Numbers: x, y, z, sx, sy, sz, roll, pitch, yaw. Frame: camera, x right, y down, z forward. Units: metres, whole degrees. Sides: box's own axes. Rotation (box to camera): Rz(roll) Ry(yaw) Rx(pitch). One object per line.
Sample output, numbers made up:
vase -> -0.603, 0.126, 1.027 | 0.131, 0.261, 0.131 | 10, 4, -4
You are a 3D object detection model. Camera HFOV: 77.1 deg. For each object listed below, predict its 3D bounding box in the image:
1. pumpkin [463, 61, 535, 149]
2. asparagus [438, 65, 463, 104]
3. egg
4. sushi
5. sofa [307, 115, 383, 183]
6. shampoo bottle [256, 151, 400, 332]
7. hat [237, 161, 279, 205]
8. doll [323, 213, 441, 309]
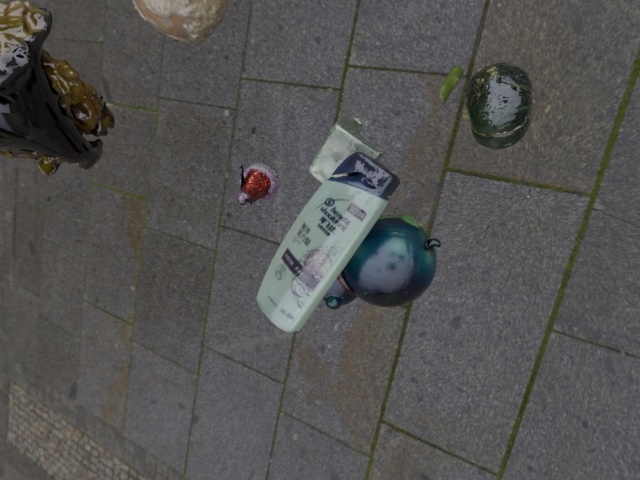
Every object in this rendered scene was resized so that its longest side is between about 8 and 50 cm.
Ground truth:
pumpkin -> 0.402, -0.303, 0.909 | 0.147, 0.190, 0.190 | 7, 99, 13
asparagus -> 0.380, -0.460, 1.196 | 0.045, 0.178, 0.041 | 27, 149, 12
egg -> -0.382, -0.687, 1.075 | 0.279, 0.279, 0.310 | -31, 80, 26
sushi -> -0.433, -0.211, 0.586 | 0.214, 0.204, 0.199 | 20, 64, 3
sofa -> 0.088, -0.279, 1.325 | 0.176, 0.225, 0.210 | 33, 115, -4
shampoo bottle -> 0.000, 0.000, 0.761 | 0.134, 0.078, 0.359 | 42, 110, 27
hat -> -0.217, -0.159, 1.289 | 0.129, 0.227, 0.140 | 22, 121, 1
doll -> 0.113, 0.057, 0.866 | 0.322, 0.199, 0.185 | -30, 40, 40
